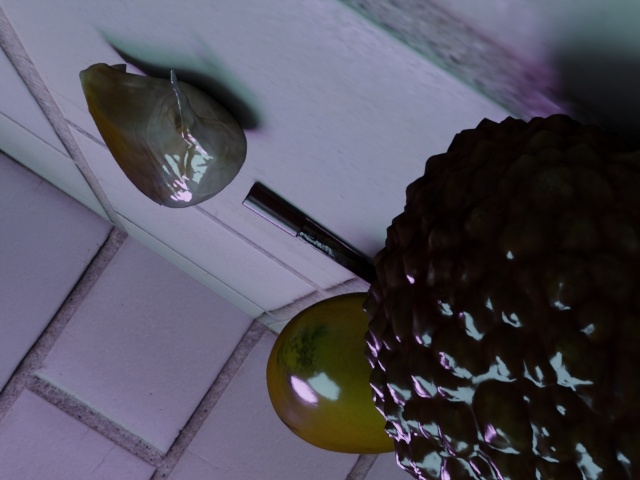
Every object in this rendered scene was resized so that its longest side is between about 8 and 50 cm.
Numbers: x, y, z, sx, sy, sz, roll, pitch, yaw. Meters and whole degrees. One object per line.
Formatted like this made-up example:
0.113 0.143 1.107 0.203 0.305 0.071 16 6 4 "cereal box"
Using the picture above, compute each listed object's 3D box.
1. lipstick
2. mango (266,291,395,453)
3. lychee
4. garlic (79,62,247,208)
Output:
0.000 0.000 0.969 0.176 0.027 0.027 33 171 -8 "lipstick"
0.045 0.133 0.981 0.211 0.173 0.317 3 167 3 "mango"
0.098 0.035 0.393 0.188 0.188 0.188 32 170 6 "lychee"
-0.119 -0.087 0.754 0.128 0.090 0.198 53 167 -28 "garlic"
